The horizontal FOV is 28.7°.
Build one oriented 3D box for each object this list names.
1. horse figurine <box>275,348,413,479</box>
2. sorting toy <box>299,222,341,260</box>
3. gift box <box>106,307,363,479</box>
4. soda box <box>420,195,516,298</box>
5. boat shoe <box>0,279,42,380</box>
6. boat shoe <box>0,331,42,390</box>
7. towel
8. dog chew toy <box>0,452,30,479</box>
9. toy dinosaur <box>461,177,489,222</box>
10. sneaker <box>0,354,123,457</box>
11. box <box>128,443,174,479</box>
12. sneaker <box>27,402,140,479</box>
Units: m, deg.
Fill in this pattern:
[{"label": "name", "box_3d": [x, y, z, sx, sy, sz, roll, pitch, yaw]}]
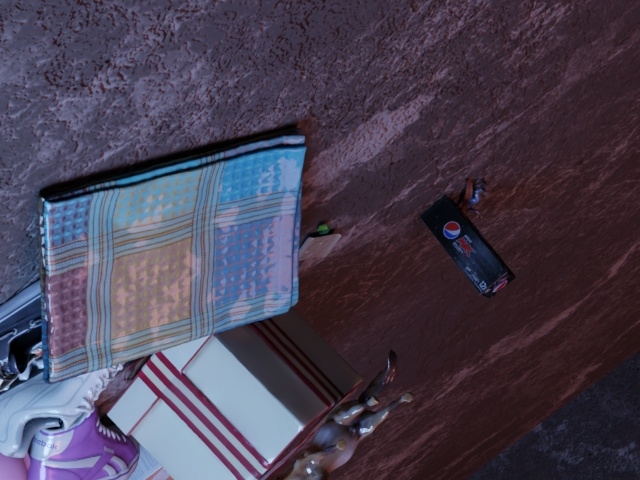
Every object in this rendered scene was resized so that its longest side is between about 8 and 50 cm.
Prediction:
[{"label": "horse figurine", "box_3d": [0.027, 0.268, 1.699, 0.263, 0.066, 0.174, -48, -175, -30]}, {"label": "sorting toy", "box_3d": [0.000, 0.000, 1.877, 0.062, 0.012, 0.083, -6, 145, -39]}, {"label": "gift box", "box_3d": [-0.128, 0.212, 1.816, 0.255, 0.258, 0.276, -48, 172, 20]}, {"label": "soda box", "box_3d": [0.237, 0.011, 2.006, 0.060, 0.169, 0.053, -41, 156, 11]}, {"label": "boat shoe", "box_3d": [-0.385, 0.132, 1.551, 0.229, 0.076, 0.080, -35, 155, -3]}, {"label": "boat shoe", "box_3d": [-0.374, 0.137, 1.608, 0.137, 0.043, 0.049, -40, 151, -4]}, {"label": "towel", "box_3d": [-0.175, 0.020, 1.556, 0.370, 0.040, 0.271, -17, 126, -34]}, {"label": "dog chew toy", "box_3d": [-0.531, 0.358, 1.631, 0.332, 0.206, 0.206, -28, 155, -33]}, {"label": "toy dinosaur", "box_3d": [0.243, -0.068, 2.057, 0.090, 0.047, 0.082, 29, 127, -27]}, {"label": "sneaker", "box_3d": [-0.323, 0.182, 1.670, 0.292, 0.118, 0.110, -33, 153, -10]}, {"label": "box", "box_3d": [-0.277, 0.364, 2.067, 0.170, 0.091, 0.130, -38, 155, 4]}, {"label": "sneaker", "box_3d": [-0.336, 0.286, 1.853, 0.282, 0.102, 0.161, -20, 125, -72]}]
